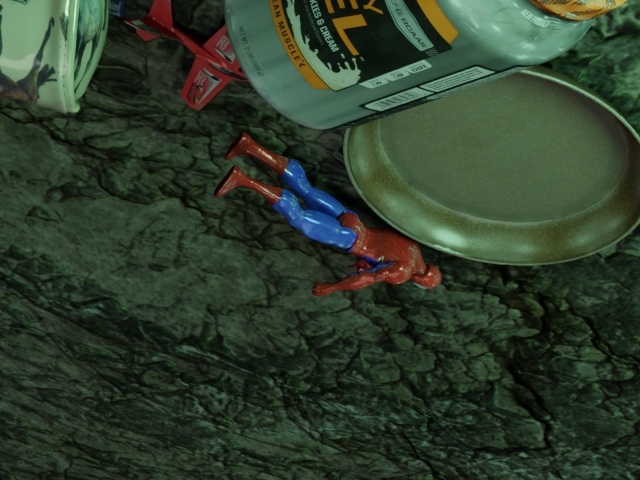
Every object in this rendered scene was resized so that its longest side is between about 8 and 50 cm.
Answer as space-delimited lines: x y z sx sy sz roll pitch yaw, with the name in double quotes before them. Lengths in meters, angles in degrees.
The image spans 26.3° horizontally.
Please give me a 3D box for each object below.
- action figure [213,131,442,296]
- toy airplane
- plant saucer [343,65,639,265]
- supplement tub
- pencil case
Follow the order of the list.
"action figure" 0.000 0.000 1.531 0.280 0.091 0.139 27 138 -16
"toy airplane" -0.123 -0.190 1.359 0.151 0.028 0.151 10 144 7
"plant saucer" 0.178 -0.083 1.379 0.310 0.050 0.310 10 146 7
"supplement tub" 0.085 -0.209 1.070 0.193 0.193 0.316 37 149 -28
"pencil case" -0.393 -0.250 1.266 0.410 0.183 0.160 14 174 2
